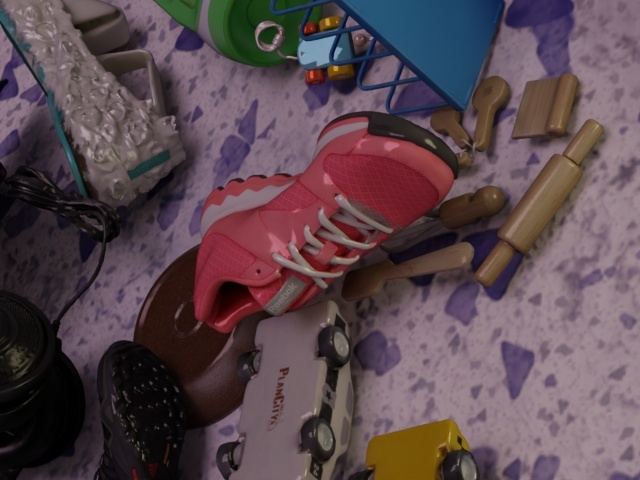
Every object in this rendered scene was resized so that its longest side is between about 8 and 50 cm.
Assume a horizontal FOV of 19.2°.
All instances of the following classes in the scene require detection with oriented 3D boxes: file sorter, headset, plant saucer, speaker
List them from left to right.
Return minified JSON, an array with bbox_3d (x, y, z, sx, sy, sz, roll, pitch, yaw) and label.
[{"bbox_3d":[-0.323,0.118,1.786,0.185,0.243,0.394,29,72,15],"label":"headset"},{"bbox_3d":[-0.113,0.077,1.766,0.199,0.036,0.198,-25,50,33],"label":"plant saucer"},{"bbox_3d":[-0.113,-0.281,1.917,0.131,0.131,0.296,-53,41,7],"label":"speaker"},{"bbox_3d":[0.056,-0.202,1.655,0.104,0.170,0.118,-7,54,46],"label":"file sorter"}]

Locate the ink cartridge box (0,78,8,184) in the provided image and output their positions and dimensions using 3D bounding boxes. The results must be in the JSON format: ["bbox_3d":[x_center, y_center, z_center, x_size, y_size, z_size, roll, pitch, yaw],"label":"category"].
[{"bbox_3d":[-0.398,-0.007,1.967,0.330,0.071,0.324,-56,9,4],"label":"ink cartridge box"}]

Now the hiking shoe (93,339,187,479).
[{"bbox_3d":[-0.175,0.203,1.697,0.114,0.086,0.226,-35,57,38],"label":"hiking shoe"}]

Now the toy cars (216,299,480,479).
[{"bbox_3d":[0.031,0.194,1.517,0.176,0.087,0.394,-44,37,-2],"label":"toy cars"}]

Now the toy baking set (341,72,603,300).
[{"bbox_3d":[0.128,-0.036,1.601,0.256,0.030,0.197,-57,34,-7],"label":"toy baking set"}]

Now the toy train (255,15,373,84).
[{"bbox_3d":[0.022,-0.224,1.783,0.125,0.046,0.166,41,98,20],"label":"toy train"}]

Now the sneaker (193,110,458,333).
[{"bbox_3d":[0.000,0.000,1.594,0.314,0.116,0.136,-27,39,48],"label":"sneaker"}]

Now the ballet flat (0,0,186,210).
[{"bbox_3d":[-0.244,-0.177,2.008,0.147,0.147,0.409,-46,45,14],"label":"ballet flat"}]
